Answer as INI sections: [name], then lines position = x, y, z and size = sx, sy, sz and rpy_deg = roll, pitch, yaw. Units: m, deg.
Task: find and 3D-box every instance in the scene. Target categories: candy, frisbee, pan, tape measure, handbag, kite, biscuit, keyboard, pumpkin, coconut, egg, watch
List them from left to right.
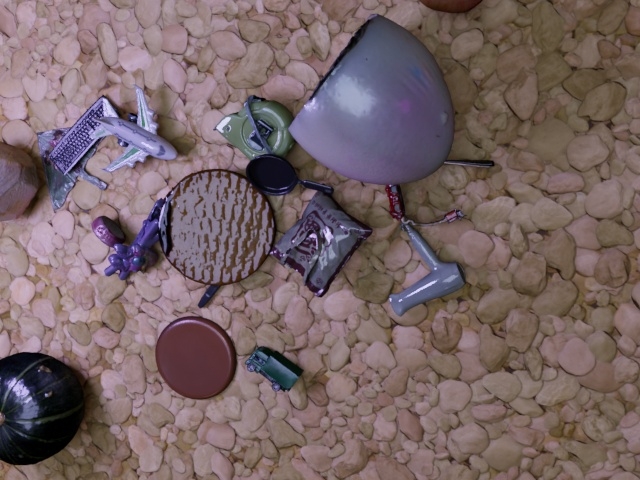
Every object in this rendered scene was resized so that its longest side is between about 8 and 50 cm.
[coconut]
position = -0.925, -0.158, 1.784
size = 0.197, 0.237, 0.237
rpy_deg = 40, 104, 10
[pumpkin]
position = -0.850, 0.484, 1.846
size = 0.323, 0.241, 0.323
rpy_deg = 2, 99, 10
[kite]
position = -0.721, -0.231, 1.832
size = 0.268, 0.013, 0.323
rpy_deg = 40, 104, 5
[keyboard]
position = -0.672, -0.299, 1.799
size = 0.250, 0.017, 0.087
rpy_deg = -42, 87, 13
[candy]
position = -0.595, -0.024, 1.787
size = 0.043, 0.103, 0.103
rpy_deg = -41, 88, 3
[frisbee]
position = -0.362, 0.340, 1.831
size = 0.251, 0.021, 0.251
rpy_deg = 2, 99, 11
[biscuit]
position = -0.276, -0.035, 1.706
size = 0.318, 0.040, 0.318
rpy_deg = -1, 98, -4
[tape measure]
position = -0.152, -0.281, 1.648
size = 0.200, 0.106, 0.175
rpy_deg = 45, 112, -1
[pan]
position = -0.077, -0.158, 1.638
size = 0.235, 0.028, 0.136
rpy_deg = 14, 139, 6
[handbag]
position = 0.000, 0.000, 1.641
size = 0.213, 0.127, 0.235
rpy_deg = 43, 100, 28
[egg]
position = 0.151, -0.286, 1.467
size = 0.340, 0.354, 0.354
rpy_deg = 37, 104, -6
[watch]
position = 0.296, -0.119, 1.585
size = 0.268, 0.102, 0.165
rpy_deg = -1, 95, 8

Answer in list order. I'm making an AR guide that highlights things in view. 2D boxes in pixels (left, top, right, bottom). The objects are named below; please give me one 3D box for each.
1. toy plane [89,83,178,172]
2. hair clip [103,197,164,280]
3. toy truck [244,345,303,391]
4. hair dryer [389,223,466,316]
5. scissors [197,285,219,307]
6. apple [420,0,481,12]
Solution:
[toy plane]
position = -0.496, -0.284, 1.730
size = 0.255, 0.101, 0.251
rpy_deg = 26, 102, 4
[hair clip]
position = -0.504, 0.013, 1.770
size = 0.278, 0.137, 0.090
rpy_deg = -53, 49, 13
[toy truck]
position = -0.132, 0.355, 1.758
size = 0.147, 0.065, 0.079
rpy_deg = 34, 101, 6
[hair dryer]
position = 0.238, 0.052, 1.642
size = 0.206, 0.075, 0.237
rpy_deg = -28, 84, 21
[scissors]
position = -0.279, 0.107, 1.780
size = 0.088, 0.017, 0.220
rpy_deg = 39, 104, 1
[apple]
position = 0.309, -0.631, 1.469
size = 0.209, 0.164, 0.209
rpy_deg = 1, 105, 3
